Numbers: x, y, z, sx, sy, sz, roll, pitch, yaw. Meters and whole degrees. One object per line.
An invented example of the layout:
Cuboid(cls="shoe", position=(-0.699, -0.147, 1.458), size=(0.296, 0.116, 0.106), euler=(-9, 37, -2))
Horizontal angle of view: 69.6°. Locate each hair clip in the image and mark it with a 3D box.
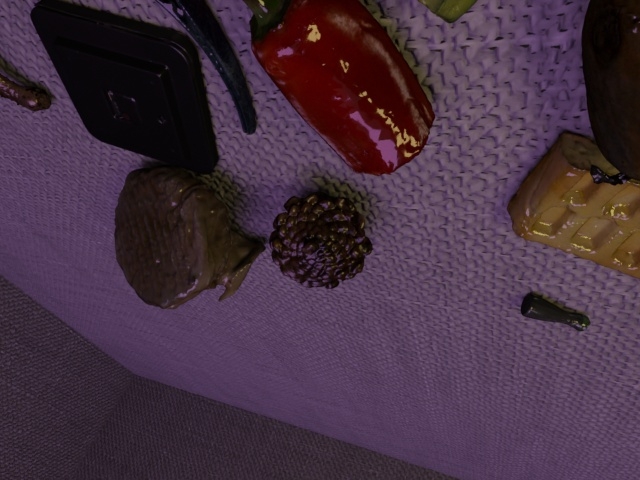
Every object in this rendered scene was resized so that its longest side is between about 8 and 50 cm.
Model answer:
Cuboid(cls="hair clip", position=(-0.148, -0.254, 0.641), size=(0.083, 0.048, 0.275), euler=(-1, 141, 27))

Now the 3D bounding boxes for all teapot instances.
Cuboid(cls="teapot", position=(0.424, 0.135, 0.832), size=(0.111, 0.042, 0.042), euler=(19, 147, 4))

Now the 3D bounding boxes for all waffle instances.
Cuboid(cls="waffle", position=(0.401, -0.027, 0.598), size=(0.274, 0.057, 0.168), euler=(20, 148, 6))

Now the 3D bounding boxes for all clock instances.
Cuboid(cls="clock", position=(-0.316, -0.236, 0.770), size=(0.274, 0.049, 0.278), euler=(18, 147, 9))

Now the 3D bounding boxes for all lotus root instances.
Cuboid(cls="lotus root", position=(0.310, -0.152, 0.413), size=(0.123, 0.124, 0.241), euler=(20, 155, 46))

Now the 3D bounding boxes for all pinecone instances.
Cuboid(cls="pinecone", position=(-0.001, 0.002, 0.814), size=(0.179, 0.149, 0.195), euler=(23, 148, 1))

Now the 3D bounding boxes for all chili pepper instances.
Cuboid(cls="chili pepper", position=(-0.011, -0.222, 0.517), size=(0.338, 0.131, 0.135), euler=(39, 170, -29))

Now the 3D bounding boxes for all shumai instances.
Cuboid(cls="shumai", position=(-0.257, -0.013, 0.969), size=(0.267, 0.262, 0.314), euler=(-45, 67, 20))

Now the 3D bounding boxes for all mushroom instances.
Cuboid(cls="mushroom", position=(-0.618, -0.291, 0.840), size=(0.218, 0.147, 0.227), euler=(29, 156, -37))

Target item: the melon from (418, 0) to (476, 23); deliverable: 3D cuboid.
Cuboid(cls="melon", position=(0.021, -0.324, 0.361), size=(0.324, 0.124, 0.196), euler=(31, 146, 0))
